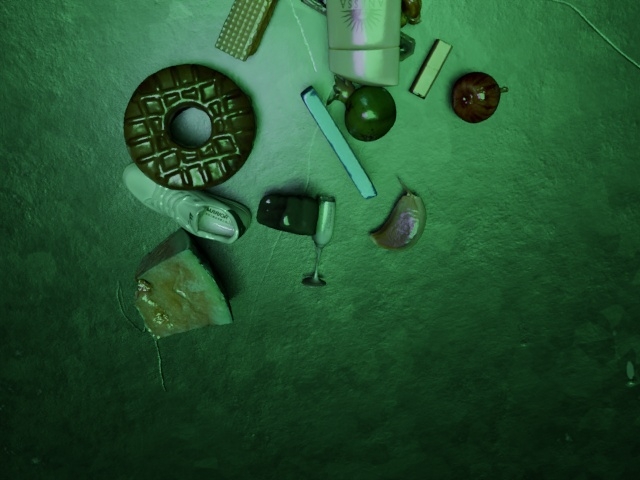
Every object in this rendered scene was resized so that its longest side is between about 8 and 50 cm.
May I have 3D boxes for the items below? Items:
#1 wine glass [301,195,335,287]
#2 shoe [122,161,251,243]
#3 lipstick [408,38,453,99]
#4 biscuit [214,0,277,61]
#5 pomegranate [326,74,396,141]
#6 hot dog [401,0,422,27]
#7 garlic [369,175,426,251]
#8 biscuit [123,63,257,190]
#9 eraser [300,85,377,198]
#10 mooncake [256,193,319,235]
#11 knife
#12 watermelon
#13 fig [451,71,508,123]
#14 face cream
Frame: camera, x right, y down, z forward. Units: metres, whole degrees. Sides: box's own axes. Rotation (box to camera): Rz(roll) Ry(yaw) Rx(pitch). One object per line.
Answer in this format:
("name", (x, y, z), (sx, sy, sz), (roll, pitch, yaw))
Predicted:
("wine glass", (0.000, 0.000, 1.641), (0.074, 0.074, 0.262), (8, 108, -3))
("shoe", (-0.360, -0.090, 1.559), (0.363, 0.160, 0.131), (24, 107, -9))
("lipstick", (0.279, -0.434, 1.503), (0.045, 0.045, 0.145), (26, 108, -6))
("biscuit", (-0.133, -0.620, 1.422), (0.094, 0.054, 0.378), (29, 107, 6))
("pomegranate", (0.099, -0.337, 1.486), (0.191, 0.152, 0.131), (46, 71, 1))
("hot dog", (0.125, -0.644, 1.404), (0.135, 0.100, 0.337), (-34, 105, 20))
("garlic", (0.226, -0.060, 1.613), (0.129, 0.090, 0.198), (25, 112, 5))
("biscuit", (-0.327, -0.281, 1.484), (0.333, 0.103, 0.331), (0, 92, -7))
("eraser", (0.045, -0.250, 1.513), (0.043, 0.144, 0.311), (-31, 106, 7))
("mooncake", (-0.086, -0.070, 1.558), (0.175, 0.168, 0.104), (9, 94, 22))
("knife", (0.080, -0.561, 1.460), (0.365, 0.043, 0.089), (30, 106, -10))
("watermelon", (-0.379, 0.116, 1.652), (0.302, 0.151, 0.264), (-18, 112, 24))
("fig", (0.400, -0.372, 1.492), (0.128, 0.128, 0.150), (39, 76, -12))
("face cream", (0.098, -0.530, 1.358), (0.174, 0.081, 0.348), (3, 115, 11))
